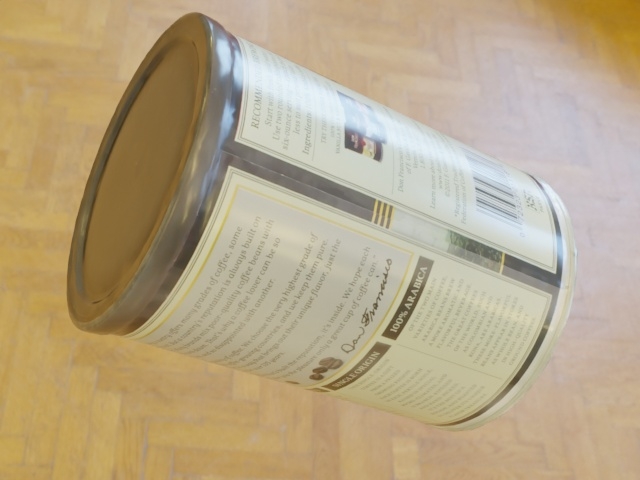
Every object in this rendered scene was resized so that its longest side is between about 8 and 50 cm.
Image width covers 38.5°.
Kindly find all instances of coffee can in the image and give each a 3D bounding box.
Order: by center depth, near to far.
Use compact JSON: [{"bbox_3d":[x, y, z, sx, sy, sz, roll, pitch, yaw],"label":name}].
[{"bbox_3d":[0.000,0.000,0.611,0.275,0.201,0.201,21,47,-27],"label":"coffee can"}]
